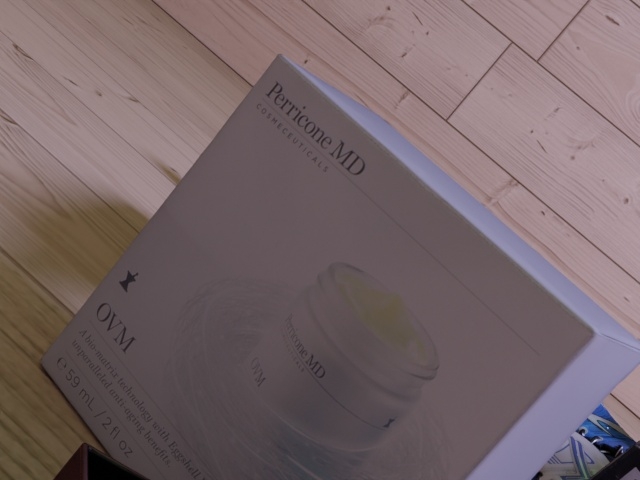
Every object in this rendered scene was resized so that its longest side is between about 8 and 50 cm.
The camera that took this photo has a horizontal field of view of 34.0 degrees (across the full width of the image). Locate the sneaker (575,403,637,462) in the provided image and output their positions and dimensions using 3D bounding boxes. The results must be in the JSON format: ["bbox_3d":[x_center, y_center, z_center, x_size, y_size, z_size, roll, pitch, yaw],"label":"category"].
[{"bbox_3d":[0.301,0.235,1.217,0.330,0.130,0.147,41,7,2],"label":"sneaker"}]

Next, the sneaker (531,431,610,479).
[{"bbox_3d":[0.219,0.248,0.886,0.296,0.112,0.131,45,11,30],"label":"sneaker"}]

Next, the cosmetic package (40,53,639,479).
[{"bbox_3d":[0.009,0.063,0.570,0.224,0.225,0.138,44,10,26],"label":"cosmetic package"}]

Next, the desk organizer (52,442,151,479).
[{"bbox_3d":[-0.063,0.144,0.443,0.130,0.050,0.047,36,10,-22],"label":"desk organizer"}]

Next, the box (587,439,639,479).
[{"bbox_3d":[0.409,0.320,0.819,0.318,0.097,0.395,-1,48,-48],"label":"box"}]
